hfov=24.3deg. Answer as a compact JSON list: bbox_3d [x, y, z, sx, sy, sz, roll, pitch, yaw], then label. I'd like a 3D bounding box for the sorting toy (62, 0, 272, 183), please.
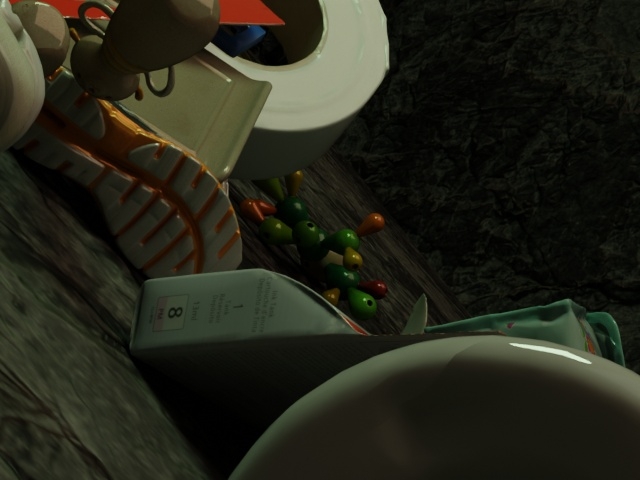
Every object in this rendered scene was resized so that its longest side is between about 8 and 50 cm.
[{"bbox_3d":[-0.150,-0.125,1.221,0.196,0.047,0.348,30,33,-6],"label":"sorting toy"}]

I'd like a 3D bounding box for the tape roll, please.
[{"bbox_3d":[-0.077,-0.205,1.476,0.286,0.286,0.100,49,-37,6],"label":"tape roll"}]

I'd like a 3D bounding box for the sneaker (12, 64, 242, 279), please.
[{"bbox_3d":[-0.137,-0.052,1.034,0.215,0.084,0.083,46,2,-16],"label":"sneaker"}]

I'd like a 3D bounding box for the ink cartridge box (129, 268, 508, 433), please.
[{"bbox_3d":[0.033,0.071,0.886,0.189,0.232,0.066,41,47,-52],"label":"ink cartridge box"}]

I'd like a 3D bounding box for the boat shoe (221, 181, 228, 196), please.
[{"bbox_3d":[-0.109,-0.085,1.312,0.063,0.066,0.184,87,-11,-57],"label":"boat shoe"}]

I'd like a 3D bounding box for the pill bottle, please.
[{"bbox_3d":[0.109,0.172,0.676,0.224,0.224,0.392,50,7,19],"label":"pill bottle"}]

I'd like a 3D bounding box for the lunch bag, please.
[{"bbox_3d":[0.204,0.174,1.345,0.262,0.160,0.223,20,59,-71],"label":"lunch bag"}]

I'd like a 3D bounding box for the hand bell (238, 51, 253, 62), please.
[{"bbox_3d":[-0.160,-0.174,1.646,0.126,0.126,0.242,46,-6,-19],"label":"hand bell"}]

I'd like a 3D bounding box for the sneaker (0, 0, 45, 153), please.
[{"bbox_3d":[-0.251,-0.124,0.644,0.292,0.110,0.118,38,17,-19],"label":"sneaker"}]

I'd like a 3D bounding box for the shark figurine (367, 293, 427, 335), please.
[{"bbox_3d":[0.098,0.122,1.444,0.166,0.116,0.278,51,8,10],"label":"shark figurine"}]

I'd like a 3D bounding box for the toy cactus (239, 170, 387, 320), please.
[{"bbox_3d":[0.000,0.000,1.630,0.219,0.112,0.180,41,-6,17],"label":"toy cactus"}]

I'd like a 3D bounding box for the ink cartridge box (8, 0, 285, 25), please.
[{"bbox_3d":[-0.230,-0.327,1.312,0.308,0.091,0.385,-3,40,-35],"label":"ink cartridge box"}]

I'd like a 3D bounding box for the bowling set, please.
[{"bbox_3d":[-0.223,-0.140,0.852,0.287,0.200,0.154,44,-31,-15],"label":"bowling set"}]
